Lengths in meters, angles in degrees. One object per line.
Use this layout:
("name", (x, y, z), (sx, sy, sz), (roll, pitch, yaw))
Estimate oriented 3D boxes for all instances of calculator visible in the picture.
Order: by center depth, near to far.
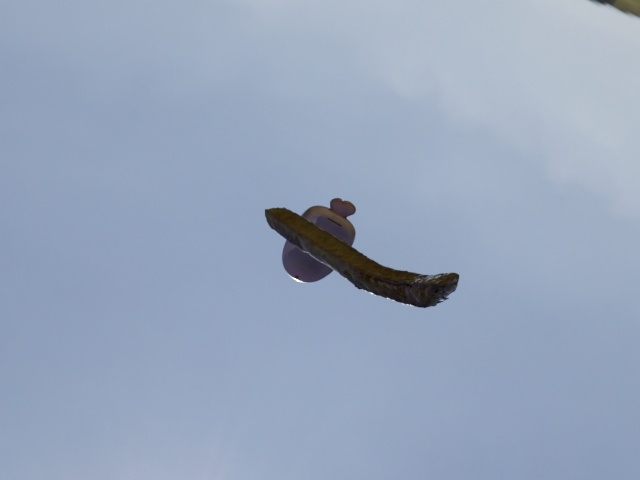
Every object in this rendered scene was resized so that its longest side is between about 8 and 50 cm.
("calculator", (0.000, 0.000, 1.454), (0.103, 0.166, 0.024), (29, -161, -12))

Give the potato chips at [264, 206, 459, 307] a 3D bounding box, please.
("potato chips", (0.026, 0.013, 0.694), (0.026, 0.037, 0.204), (-21, -149, -36))
